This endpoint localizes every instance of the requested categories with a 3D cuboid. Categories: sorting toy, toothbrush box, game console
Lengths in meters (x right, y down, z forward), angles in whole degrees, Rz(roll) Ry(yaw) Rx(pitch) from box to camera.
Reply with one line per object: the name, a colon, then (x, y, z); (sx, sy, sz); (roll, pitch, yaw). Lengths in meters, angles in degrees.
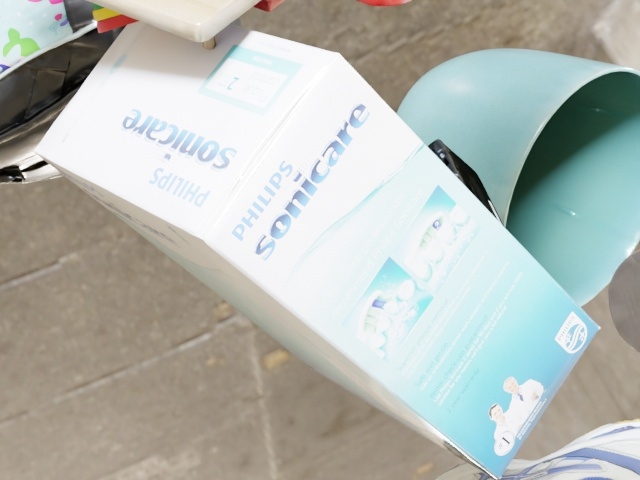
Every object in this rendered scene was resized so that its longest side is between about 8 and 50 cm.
sorting toy: (-0.080, -0.158, 0.762); (0.132, 0.274, 0.046); (-44, 144, -34)
toothbrush box: (0.000, 0.000, 0.826); (0.295, 0.216, 0.126); (40, 81, -37)
game console: (0.103, -0.019, 1.126); (0.071, 0.122, 0.107); (-35, 141, 18)

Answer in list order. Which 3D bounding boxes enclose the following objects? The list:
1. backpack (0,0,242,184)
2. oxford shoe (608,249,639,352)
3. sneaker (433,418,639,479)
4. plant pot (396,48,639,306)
backpack: (-0.215, -0.150, 1.036); (0.253, 0.191, 0.225); (-33, 162, 25)
oxford shoe: (0.237, 0.006, 0.581); (0.212, 0.076, 0.076); (-10, -179, 42)
sneaker: (0.160, 0.235, 1.074); (0.296, 0.112, 0.131); (-31, 180, 24)
plant pot: (0.220, -0.091, 1.530); (0.293, 0.235, 0.293); (-24, 127, -36)
